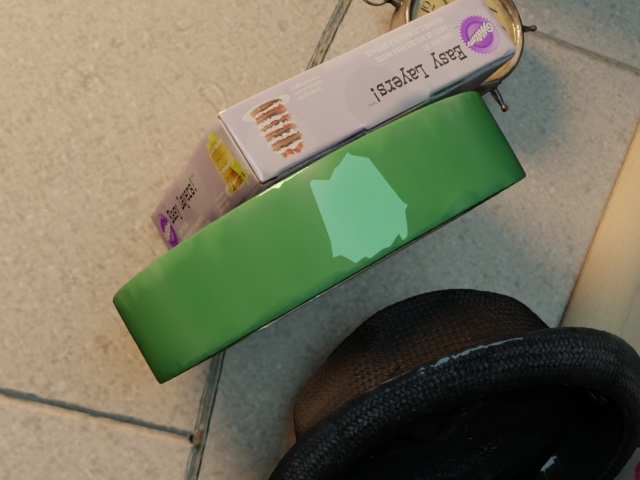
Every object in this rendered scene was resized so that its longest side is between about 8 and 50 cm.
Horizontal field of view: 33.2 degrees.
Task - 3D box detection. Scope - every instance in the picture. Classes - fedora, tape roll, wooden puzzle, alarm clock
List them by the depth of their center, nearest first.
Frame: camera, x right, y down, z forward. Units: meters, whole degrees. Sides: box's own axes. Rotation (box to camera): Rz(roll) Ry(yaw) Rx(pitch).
[{"bbox_3d":[0.000,0.000,0.827,0.321,0.321,0.077,-29,86,-25],"label":"tape roll"},{"bbox_3d":[0.097,0.148,0.896,0.334,0.334,0.152,0,40,-21],"label":"fedora"},{"bbox_3d":[0.117,-0.213,1.071,0.192,0.064,0.129,29,68,-14],"label":"alarm clock"},{"bbox_3d":[0.451,0.056,1.113,0.348,0.080,0.322,31,67,-10],"label":"wooden puzzle"}]

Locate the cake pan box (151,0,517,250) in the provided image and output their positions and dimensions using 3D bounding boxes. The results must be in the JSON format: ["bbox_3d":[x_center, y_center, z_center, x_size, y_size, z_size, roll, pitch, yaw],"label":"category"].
[{"bbox_3d":[0.006,-0.086,0.895,0.267,0.246,0.070,-29,88,-24],"label":"cake pan box"}]

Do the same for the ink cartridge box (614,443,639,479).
[{"bbox_3d":[0.313,0.239,0.902,0.117,0.278,0.201,23,69,-14],"label":"ink cartridge box"}]
